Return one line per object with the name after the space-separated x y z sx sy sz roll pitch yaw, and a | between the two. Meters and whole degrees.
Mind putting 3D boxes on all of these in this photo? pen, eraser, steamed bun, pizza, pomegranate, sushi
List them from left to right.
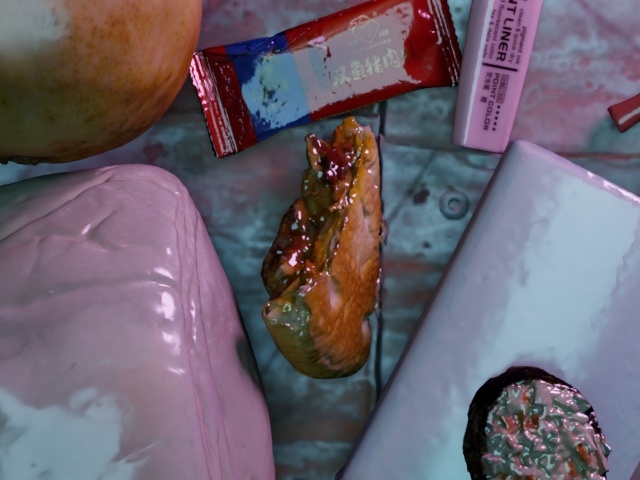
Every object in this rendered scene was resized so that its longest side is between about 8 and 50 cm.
-0.210 -0.186 1.076 0.252 0.229 0.270 -6 88 3 | pomegranate
-0.161 0.144 1.093 0.247 0.236 0.384 -8 94 3 | steamed bun
-0.001 0.000 1.144 0.069 0.154 0.194 3 73 22 | pizza
0.135 -0.163 1.150 0.053 0.032 0.197 8 97 -14 | pen
0.156 0.095 1.136 0.189 0.104 0.290 27 95 4 | eraser
0.145 0.161 1.053 0.090 0.078 0.150 -4 96 -3 | sushi

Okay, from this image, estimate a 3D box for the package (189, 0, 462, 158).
0.005 -0.128 1.169 0.200 0.022 0.083 -17 93 3 | package

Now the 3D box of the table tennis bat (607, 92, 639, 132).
0.282 -0.122 1.141 0.154 0.019 0.098 -28 64 14 | table tennis bat
